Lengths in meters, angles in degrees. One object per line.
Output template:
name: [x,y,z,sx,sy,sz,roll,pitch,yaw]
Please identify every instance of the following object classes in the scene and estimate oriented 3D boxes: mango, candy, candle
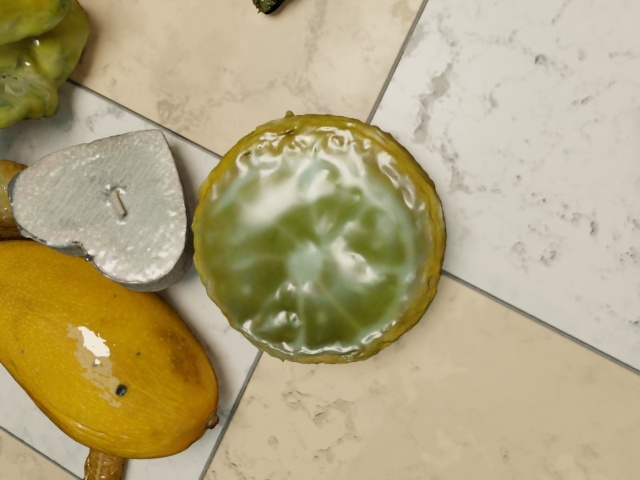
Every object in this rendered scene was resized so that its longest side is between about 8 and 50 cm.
mango: [-0.271,0.113,0.595,0.359,0.144,0.187,38,99,2]
candy: [0.000,0.000,0.530,0.259,0.118,0.260,2,103,9]
candle: [-0.212,-0.043,0.558,0.192,0.068,0.168,29,73,3]

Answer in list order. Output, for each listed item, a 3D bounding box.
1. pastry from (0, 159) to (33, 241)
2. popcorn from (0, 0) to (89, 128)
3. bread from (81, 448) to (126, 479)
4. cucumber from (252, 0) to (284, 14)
pastry: [-0.383,-0.044,0.605,0.153,0.153,0.081,-4,79,15]
popcorn: [-0.407,-0.223,0.515,0.312,0.312,0.312,2,100,14]
bread: [-0.290,0.313,0.688,0.052,0.044,0.157,20,103,16]
cucumber: [0.001,-0.291,0.510,0.181,0.053,0.053,-30,91,14]
